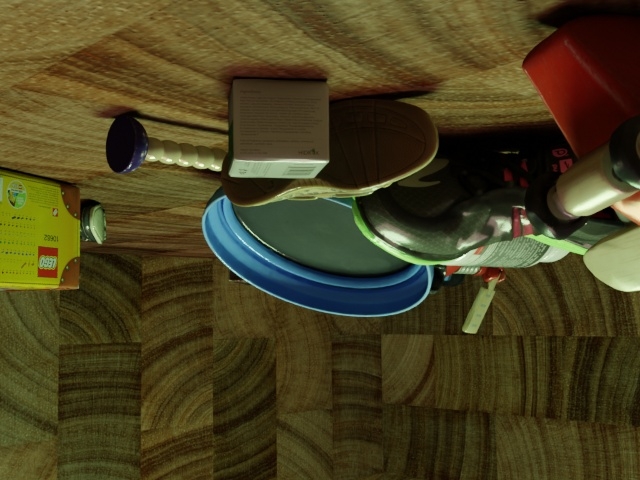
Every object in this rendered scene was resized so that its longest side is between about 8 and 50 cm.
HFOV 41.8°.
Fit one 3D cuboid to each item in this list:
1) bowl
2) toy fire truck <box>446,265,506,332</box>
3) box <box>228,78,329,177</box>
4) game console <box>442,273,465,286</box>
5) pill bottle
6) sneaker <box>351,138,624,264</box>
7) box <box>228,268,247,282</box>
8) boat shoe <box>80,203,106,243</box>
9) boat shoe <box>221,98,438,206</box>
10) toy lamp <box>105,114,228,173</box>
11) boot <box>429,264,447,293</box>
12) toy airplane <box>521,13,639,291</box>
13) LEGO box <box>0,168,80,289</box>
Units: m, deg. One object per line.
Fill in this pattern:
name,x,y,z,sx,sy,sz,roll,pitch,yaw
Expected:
bowl,0.000,0.000,1.383,0.391,0.077,0.391,13,151,8
toy fire truck,0.302,0.058,1.786,0.217,0.246,0.158,3,153,-32
box,-0.047,-0.117,0.894,0.102,0.087,0.101,1,175,-9
game console,0.262,0.019,1.983,0.293,0.173,0.250,0,175,-18
pill bottle,0.315,-0.032,1.477,0.283,0.161,0.161,4,173,-38
sneaker,0.275,-0.077,1.155,0.482,0.185,0.202,-3,158,-14
box,-0.106,0.015,1.900,0.167,0.169,0.203,-1,175,7
boat shoe,-0.501,-0.033,1.794,0.079,0.084,0.233,0,178,-13
boat shoe,0.015,-0.101,0.994,0.285,0.105,0.089,-7,178,31
toy lamp,-0.140,-0.104,1.088,0.274,0.080,0.080,4,173,-42
boot,0.149,0.050,1.673,0.222,0.118,0.338,15,-167,19
toy airplane,0.394,-0.049,0.722,0.386,0.272,0.384,12,150,34
LEGO box,-0.689,-0.017,1.341,0.372,0.193,0.500,-3,174,21
